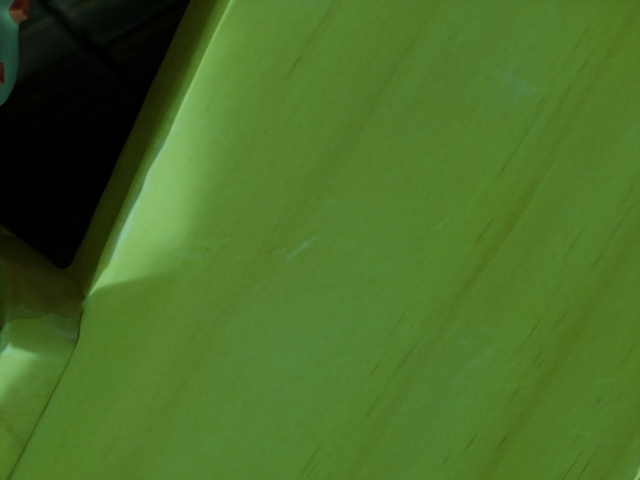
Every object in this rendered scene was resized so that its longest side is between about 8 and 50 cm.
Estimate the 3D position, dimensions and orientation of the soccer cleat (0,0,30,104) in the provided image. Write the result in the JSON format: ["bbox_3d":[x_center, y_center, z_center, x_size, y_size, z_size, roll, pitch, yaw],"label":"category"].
[{"bbox_3d":[-0.169,-0.119,0.463,0.076,0.068,0.196,-4,143,19],"label":"soccer cleat"}]

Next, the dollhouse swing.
[{"bbox_3d":[0.000,0.000,0.627,0.347,0.315,0.305,17,94,-30],"label":"dollhouse swing"}]
